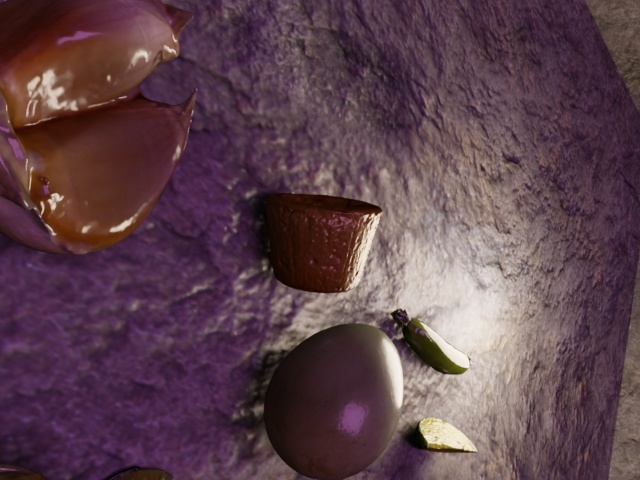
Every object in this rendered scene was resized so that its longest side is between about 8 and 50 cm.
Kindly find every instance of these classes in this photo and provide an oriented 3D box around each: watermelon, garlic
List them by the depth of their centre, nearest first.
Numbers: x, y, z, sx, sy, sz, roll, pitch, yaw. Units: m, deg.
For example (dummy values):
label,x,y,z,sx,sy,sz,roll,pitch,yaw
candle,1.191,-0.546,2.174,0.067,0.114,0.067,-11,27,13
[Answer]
label,x,y,z,sx,sy,sz,roll,pitch,yaw
garlic,-0.285,-0.148,0.573,0.286,0.249,0.313,46,39,-14
watermelon,0.271,0.445,1.152,0.181,0.092,0.075,20,62,-32

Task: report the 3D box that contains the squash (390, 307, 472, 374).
label,x,y,z,sx,sy,sz,roll,pitch,yaw
squash,0.269,0.256,1.163,0.071,0.080,0.318,-45,125,11

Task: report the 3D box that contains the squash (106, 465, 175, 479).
label,x,y,z,sx,sy,sz,roll,pitch,yaw
squash,-0.250,0.413,0.677,0.184,0.085,0.192,-43,119,-33

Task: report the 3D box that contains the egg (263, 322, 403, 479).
label,x,y,z,sx,sy,sz,roll,pitch,yaw
egg,0.032,0.257,0.852,0.295,0.218,0.219,-48,120,-47

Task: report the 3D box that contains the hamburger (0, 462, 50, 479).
label,x,y,z,sx,sy,sz,roll,pitch,yaw
hamburger,-0.372,0.379,0.499,0.299,0.176,0.301,1,87,-31

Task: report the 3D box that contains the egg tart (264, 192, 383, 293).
label,x,y,z,sx,sy,sz,roll,pitch,yaw
egg tart,0.000,0.000,0.855,0.202,0.202,0.148,-5,106,-42
